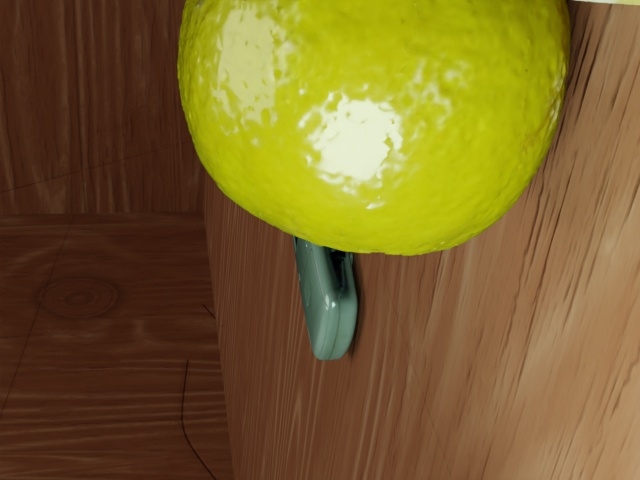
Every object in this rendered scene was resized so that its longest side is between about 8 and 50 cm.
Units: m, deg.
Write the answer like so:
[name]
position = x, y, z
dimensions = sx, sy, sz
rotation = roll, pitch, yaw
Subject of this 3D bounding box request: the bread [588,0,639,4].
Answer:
[bread]
position = 0.141, -0.179, 0.432
dimensions = 0.190, 0.114, 0.132
rotation = 115, 154, -57

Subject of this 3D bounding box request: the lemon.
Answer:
[lemon]
position = 0.036, -0.126, 0.659
dimensions = 0.240, 0.241, 0.219
rotation = -108, 27, -57

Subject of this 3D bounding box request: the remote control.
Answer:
[remote control]
position = 0.000, 0.000, 1.371
dimensions = 0.140, 0.056, 0.296
rotation = 99, 164, -52
